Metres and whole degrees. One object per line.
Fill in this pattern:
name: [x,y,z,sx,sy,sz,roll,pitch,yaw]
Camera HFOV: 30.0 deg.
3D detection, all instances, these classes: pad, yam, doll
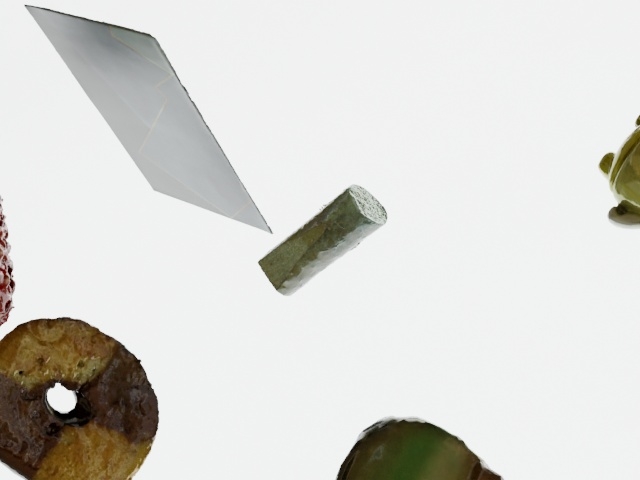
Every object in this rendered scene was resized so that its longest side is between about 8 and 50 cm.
pad: [-0.142,-0.100,1.019,0.163,0.243,0.004,19,-118,37]
yam: [0.000,0.000,1.500,0.169,0.068,0.068,-38,-115,18]
doll: [0.264,-0.026,0.806,0.106,0.062,0.162,-50,-126,6]

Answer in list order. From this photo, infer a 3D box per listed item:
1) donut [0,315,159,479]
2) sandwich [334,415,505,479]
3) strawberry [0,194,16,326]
donut: [-0.252,0.164,1.168,0.184,0.073,0.166,28,-110,-23]
sandwich: [0.137,0.187,0.461,0.301,0.162,0.251,-11,-108,29]
strawberry: [-0.319,-0.008,1.083,0.082,0.121,0.188,-25,-91,36]
